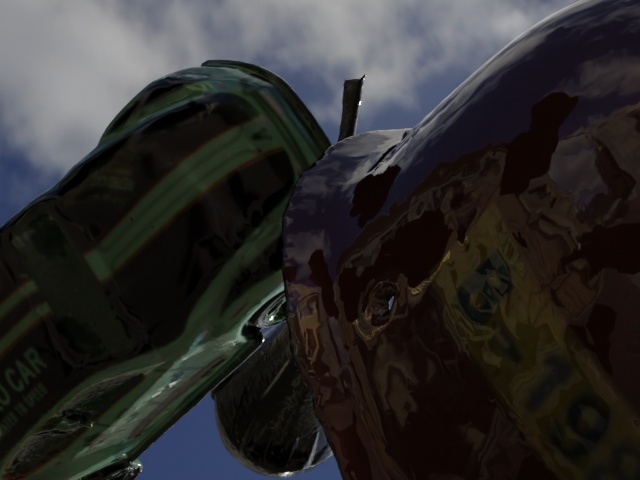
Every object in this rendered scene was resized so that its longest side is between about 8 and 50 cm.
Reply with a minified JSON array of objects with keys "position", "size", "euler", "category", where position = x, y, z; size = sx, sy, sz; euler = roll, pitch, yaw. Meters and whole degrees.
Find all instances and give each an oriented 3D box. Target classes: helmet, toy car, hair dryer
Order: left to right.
[{"position":[-0.119,0.036,0.835],"size":[0.306,0.125,0.136],"euler":[-44,-109,31],"category":"toy car"},{"position":[0.000,0.000,1.253],"size":[0.120,0.359,0.304],"euler":[12,-27,-2],"category":"hair dryer"},{"position":[0.183,0.010,0.638],"size":[0.337,0.385,0.230],"euler":[-6,-38,-38],"category":"helmet"}]
